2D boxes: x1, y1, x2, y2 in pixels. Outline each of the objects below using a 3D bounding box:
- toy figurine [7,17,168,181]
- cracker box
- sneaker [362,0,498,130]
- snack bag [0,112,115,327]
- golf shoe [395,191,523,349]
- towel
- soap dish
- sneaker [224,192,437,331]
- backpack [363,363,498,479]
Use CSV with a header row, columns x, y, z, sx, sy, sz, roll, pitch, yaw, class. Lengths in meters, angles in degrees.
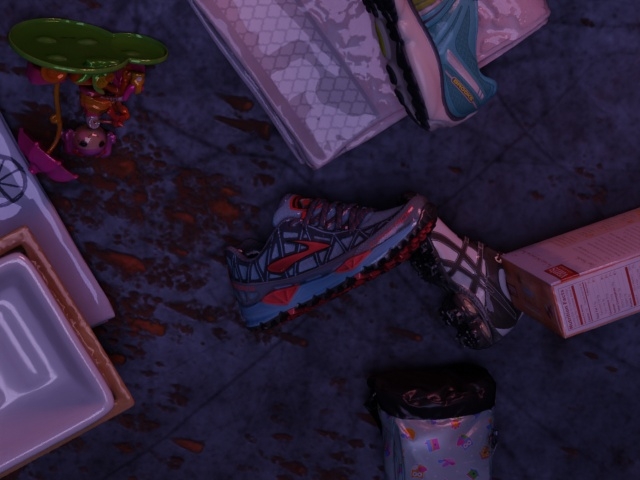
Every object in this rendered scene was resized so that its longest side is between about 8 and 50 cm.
x,y,z,sx,sy,sz,roll,pitch,yaw,class
-0.258,-0.139,1.963,0.173,0.130,0.159,-1,121,-26,toy figurine
0.327,0.023,1.953,0.232,0.156,0.067,-18,105,-10,cracker box
0.106,-0.251,1.892,0.110,0.107,0.275,-24,111,-14,sneaker
-0.444,0.010,2.020,0.323,0.037,0.342,-26,104,5,snack bag
0.155,0.021,2.026,0.094,0.077,0.198,-33,103,-15,golf shoe
0.027,-0.283,1.944,0.317,0.053,0.332,-35,104,7,towel
-0.379,0.141,1.978,0.291,0.118,0.229,-28,104,6,soap dish
0.000,0.000,1.968,0.262,0.104,0.125,-28,88,26,sneaker
0.128,0.239,2.052,0.152,0.115,0.182,-3,108,-3,backpack
